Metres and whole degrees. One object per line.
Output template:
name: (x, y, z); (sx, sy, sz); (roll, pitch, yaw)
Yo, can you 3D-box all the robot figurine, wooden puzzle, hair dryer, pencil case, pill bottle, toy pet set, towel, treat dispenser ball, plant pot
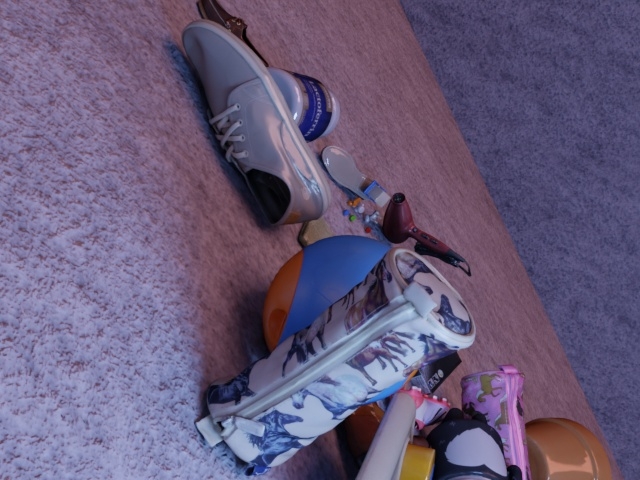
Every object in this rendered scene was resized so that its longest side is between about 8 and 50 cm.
robot figurine: (0.306, 0.486, 1.673); (0.278, 0.209, 0.173); (-84, 153, -52)
wooden puzzle: (0.122, 0.462, 1.260); (0.322, 0.080, 0.348); (-44, 136, -66)
hair dryer: (0.262, -0.019, 2.083); (0.293, 0.223, 0.080); (48, 59, -28)
pencil case: (0.414, 0.487, 1.842); (0.160, 0.167, 0.386); (39, 43, -54)
pill bottle: (-0.062, -0.290, 1.749); (0.153, 0.153, 0.265); (65, 23, 5)
toy pet set: (0.110, -0.098, 2.007); (0.122, 0.114, 0.065); (38, 6, -48)
towel: (0.000, 0.000, 1.733); (0.110, 0.027, 0.148); (56, 24, -15)
treat dispenser ball: (0.047, 0.135, 1.354); (0.288, 0.288, 0.288); (47, 28, -34)
plant pot: (0.532, 0.578, 1.967); (0.203, 0.291, 0.291); (15, 50, -39)
pencil case: (0.020, 0.169, 1.108); (0.160, 0.410, 0.183); (54, 27, 5)

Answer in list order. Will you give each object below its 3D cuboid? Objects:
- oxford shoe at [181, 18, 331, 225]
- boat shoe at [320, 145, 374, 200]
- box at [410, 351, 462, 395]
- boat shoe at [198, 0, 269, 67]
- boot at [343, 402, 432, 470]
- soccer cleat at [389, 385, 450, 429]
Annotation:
oxford shoe: (-0.141, -0.217, 1.533); (0.130, 0.169, 0.449); (-35, 98, -31)
boat shoe: (0.061, -0.171, 2.029); (0.206, 0.075, 0.065); (38, -10, -35)
box: (0.249, 0.251, 1.922); (0.184, 0.045, 0.190); (-28, 92, -50)
boat shoe: (-0.188, -0.454, 1.761); (0.207, 0.073, 0.073); (57, 25, -11)
boot: (0.092, 0.317, 1.561); (0.264, 0.096, 0.280); (4, 54, -56)
soccer cleat: (0.215, 0.377, 1.748); (0.248, 0.083, 0.095); (36, 64, -56)
